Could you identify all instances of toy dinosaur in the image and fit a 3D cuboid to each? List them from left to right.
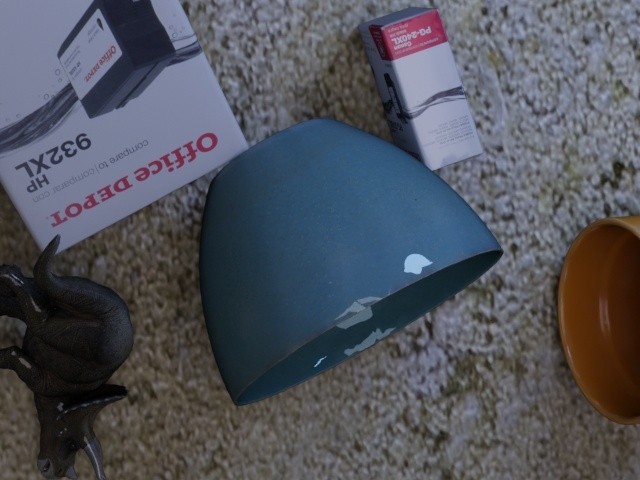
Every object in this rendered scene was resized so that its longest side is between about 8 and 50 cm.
[{"bbox_3d":[-0.237,0.085,1.800,0.160,0.121,0.314,18,131,-3],"label":"toy dinosaur"}]

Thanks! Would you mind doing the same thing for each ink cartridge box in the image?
[{"bbox_3d":[-0.232,-0.173,1.746,0.223,0.129,0.307,-28,121,-5],"label":"ink cartridge box"},{"bbox_3d":[0.097,-0.148,1.867,0.063,0.109,0.150,-20,101,-8],"label":"ink cartridge box"}]

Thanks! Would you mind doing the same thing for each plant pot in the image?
[{"bbox_3d":[0.000,0.000,1.804,0.290,0.290,0.195,-28,80,-6],"label":"plant pot"},{"bbox_3d":[0.371,0.072,1.917,0.188,0.205,0.205,-5,99,-26],"label":"plant pot"}]
